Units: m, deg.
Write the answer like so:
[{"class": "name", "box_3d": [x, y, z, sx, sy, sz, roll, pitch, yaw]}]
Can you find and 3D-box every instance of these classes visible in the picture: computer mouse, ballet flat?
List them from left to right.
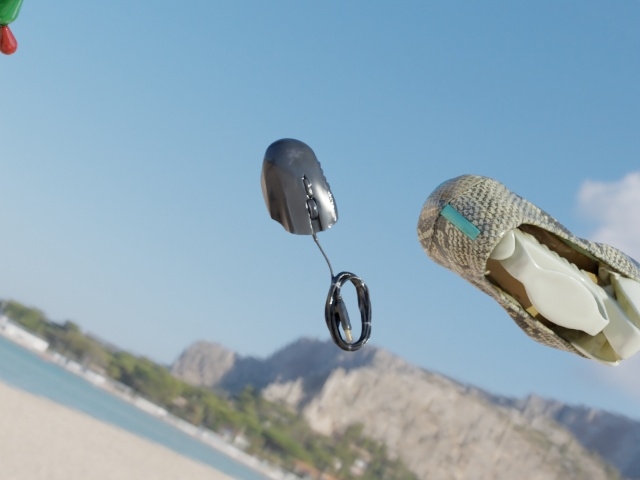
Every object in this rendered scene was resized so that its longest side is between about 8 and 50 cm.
[{"class": "computer mouse", "box_3d": [0.000, 0.000, 1.305, 0.242, 0.071, 0.041, 67, -22, 11]}, {"class": "ballet flat", "box_3d": [0.316, 0.069, 1.586, 0.483, 0.164, 0.182, 28, 13, -41]}]

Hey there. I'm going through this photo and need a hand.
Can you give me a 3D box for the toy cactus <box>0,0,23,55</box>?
[{"class": "toy cactus", "box_3d": [-0.300, -0.246, 1.190, 0.112, 0.180, 0.219, 53, -24, 20]}]
